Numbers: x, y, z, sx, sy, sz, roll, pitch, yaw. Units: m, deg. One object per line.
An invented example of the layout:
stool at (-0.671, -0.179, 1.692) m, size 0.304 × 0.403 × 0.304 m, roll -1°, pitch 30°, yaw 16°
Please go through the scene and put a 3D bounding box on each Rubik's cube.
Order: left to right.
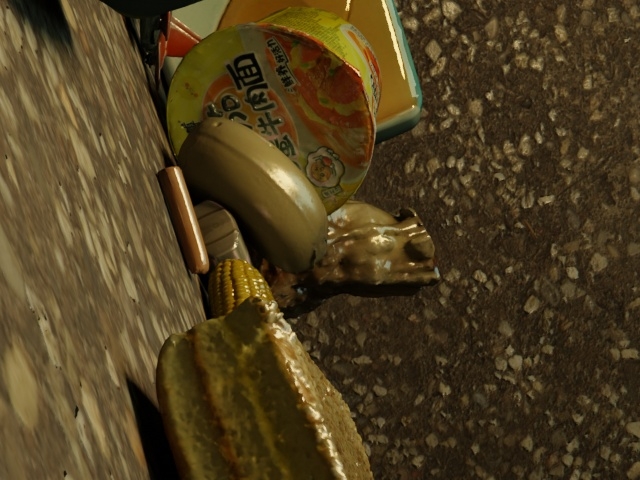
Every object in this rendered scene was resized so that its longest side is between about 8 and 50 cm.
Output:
Rubik's cube at (-0.058, -0.281, 1.934) m, size 0.351 × 0.347 × 0.352 m, roll -117°, pitch -173°, yaw -88°

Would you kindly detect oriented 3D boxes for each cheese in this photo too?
cheese at (-0.075, -0.047, 1.457) m, size 0.202 × 0.091 × 0.175 m, roll 39°, pitch -18°, yaw 13°

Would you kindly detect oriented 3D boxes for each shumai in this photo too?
shumai at (0.003, -0.002, 1.776) m, size 0.346 × 0.283 × 0.217 m, roll 63°, pitch 9°, yaw -71°

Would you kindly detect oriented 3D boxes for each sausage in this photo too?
sausage at (-0.138, -0.020, 1.297) m, size 0.026 × 0.026 × 0.116 m, roll 71°, pitch 0°, yaw -78°

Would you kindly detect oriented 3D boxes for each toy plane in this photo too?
toy plane at (-0.201, -0.359, 1.581) m, size 0.223 × 0.104 × 0.326 m, roll -111°, pitch -163°, yaw -68°

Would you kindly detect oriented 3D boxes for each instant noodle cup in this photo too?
instant noodle cup at (-0.042, -0.170, 1.610) m, size 0.200 × 0.264 × 0.264 m, roll -61°, pitch 135°, yaw -63°

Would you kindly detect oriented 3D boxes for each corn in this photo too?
corn at (-0.066, 0.105, 1.290) m, size 0.231 × 0.080 × 0.080 m, roll -108°, pitch 179°, yaw -45°

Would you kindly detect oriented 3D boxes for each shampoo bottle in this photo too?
shampoo bottle at (-0.096, 0.050, 1.469) m, size 0.086 × 0.056 × 0.227 m, roll 57°, pitch -8°, yaw 37°

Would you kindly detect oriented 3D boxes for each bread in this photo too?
bread at (-0.023, 0.165, 0.821) m, size 0.234 × 0.111 × 0.184 m, roll 62°, pitch 5°, yaw -62°

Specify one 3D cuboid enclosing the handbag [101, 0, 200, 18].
handbag at (-0.133, -0.300, 0.911) m, size 0.241 × 0.222 × 0.263 m, roll -53°, pitch 126°, yaw -84°
